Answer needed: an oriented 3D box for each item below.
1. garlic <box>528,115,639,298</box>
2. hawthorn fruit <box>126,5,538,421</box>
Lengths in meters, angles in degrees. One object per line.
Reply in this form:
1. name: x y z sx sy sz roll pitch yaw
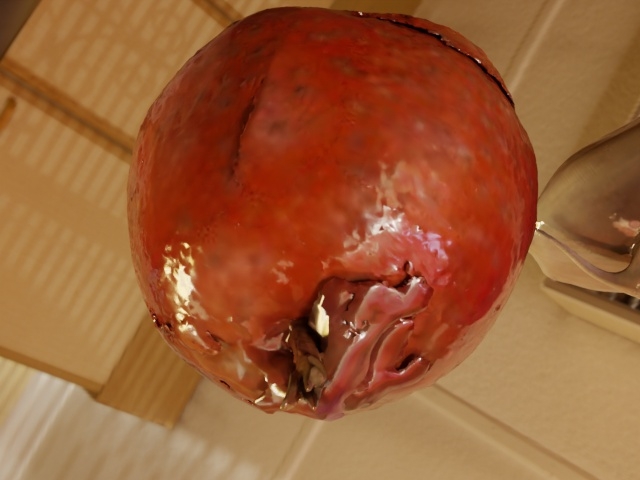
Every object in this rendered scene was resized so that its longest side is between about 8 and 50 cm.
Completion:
1. garlic: 0.355 -0.024 0.837 0.340 0.246 0.231 -27 -138 5
2. hawthorn fruit: 0.000 0.000 0.543 0.276 0.276 0.307 -28 -154 27
